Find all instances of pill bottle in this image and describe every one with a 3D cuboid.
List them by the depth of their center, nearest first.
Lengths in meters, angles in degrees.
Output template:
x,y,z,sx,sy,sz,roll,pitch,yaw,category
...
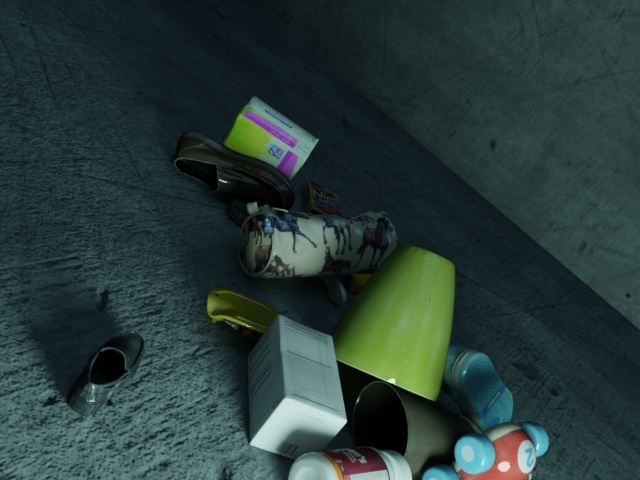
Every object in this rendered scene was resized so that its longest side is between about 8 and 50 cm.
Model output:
x,y,z,sx,sy,sz,roll,pitch,yaw,category
0.057,0.436,1.381,0.221,0.121,0.121,9,35,-44,pill bottle

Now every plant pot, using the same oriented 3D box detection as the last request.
x,y,z,sx,sy,sz,roll,pitch,yaw,category
0.185,0.167,1.700,0.275,0.293,0.275,23,-7,3,plant pot

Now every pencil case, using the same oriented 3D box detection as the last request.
x,y,z,sx,sy,sz,roll,pitch,yaw,category
0.000,0.000,1.942,0.410,0.183,0.160,0,4,-34,pencil case

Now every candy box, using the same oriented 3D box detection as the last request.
x,y,z,sx,sy,sz,roll,pitch,yaw,category
0.002,-0.106,2.378,0.109,0.053,0.186,25,25,-20,candy box

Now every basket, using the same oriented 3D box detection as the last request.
x,y,z,sx,sy,sz,roll,pitch,yaw,category
0.204,0.410,1.591,0.227,0.154,0.204,23,30,-33,basket

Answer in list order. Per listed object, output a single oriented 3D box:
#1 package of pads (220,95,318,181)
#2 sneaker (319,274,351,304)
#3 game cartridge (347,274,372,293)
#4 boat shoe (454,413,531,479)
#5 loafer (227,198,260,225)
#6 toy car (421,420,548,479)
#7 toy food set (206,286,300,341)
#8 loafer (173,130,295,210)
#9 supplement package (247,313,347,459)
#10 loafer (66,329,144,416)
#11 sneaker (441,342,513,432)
x,y,z,sx,sy,sz,roll,pitch,yaw,category
-0.166,-0.250,2.155,0.229,0.296,0.101,33,58,-6,package of pads
0.055,0.114,2.037,0.085,0.058,0.152,6,30,-33,sneaker
0.183,0.088,2.259,0.324,0.052,0.285,21,28,-30,game cartridge
0.373,0.490,1.749,0.223,0.080,0.073,38,29,18,boat shoe
-0.121,-0.041,2.062,0.267,0.084,0.096,34,24,-3,loafer
0.361,0.492,1.458,0.219,0.210,0.238,2,44,-42,toy car
-0.153,0.180,1.636,0.218,0.071,0.128,24,20,-13,toy food set
-0.247,-0.161,2.104,0.366,0.134,0.130,26,48,2,loafer
-0.052,0.286,1.497,0.139,0.134,0.244,25,26,-20,supplement package
-0.354,0.213,1.311,0.076,0.078,0.223,34,24,-3,loafer
0.337,0.345,1.853,0.208,0.127,0.319,24,-32,47,sneaker
